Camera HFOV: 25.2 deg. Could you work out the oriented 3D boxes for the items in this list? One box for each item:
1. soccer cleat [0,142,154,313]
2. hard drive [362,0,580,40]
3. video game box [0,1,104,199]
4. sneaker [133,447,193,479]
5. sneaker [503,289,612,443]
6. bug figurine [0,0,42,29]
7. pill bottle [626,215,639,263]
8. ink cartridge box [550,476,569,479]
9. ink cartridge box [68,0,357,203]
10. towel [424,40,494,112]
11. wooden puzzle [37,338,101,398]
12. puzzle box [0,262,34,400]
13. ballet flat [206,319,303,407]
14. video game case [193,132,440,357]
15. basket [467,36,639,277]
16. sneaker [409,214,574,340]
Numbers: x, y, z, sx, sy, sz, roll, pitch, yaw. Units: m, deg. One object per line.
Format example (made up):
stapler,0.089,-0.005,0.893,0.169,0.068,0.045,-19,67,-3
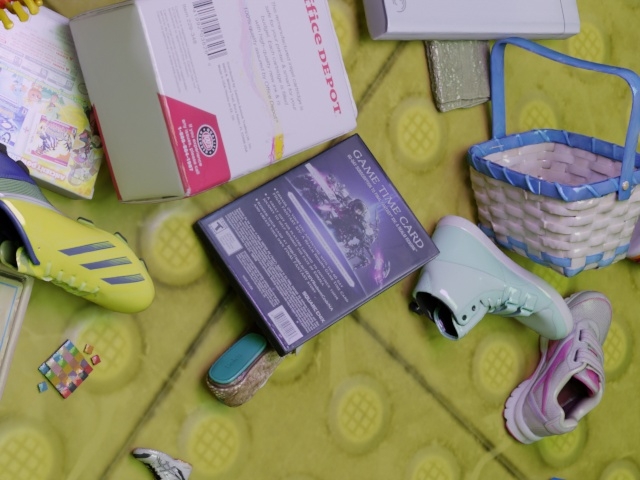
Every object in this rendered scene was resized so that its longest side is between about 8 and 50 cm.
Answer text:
soccer cleat,-0.301,0.012,1.568,0.289,0.093,0.121,42,35,-32
hard drive,0.200,-0.392,1.967,0.353,0.047,0.233,-6,83,-35
video game box,-0.326,-0.166,1.609,0.205,0.048,0.187,24,72,-32
sneaker,-0.190,0.273,1.707,0.083,0.032,0.037,28,73,-31
sneaker,0.369,0.185,2.057,0.103,0.111,0.252,39,68,-29
bug figurine,-0.422,-0.329,1.505,0.216,0.072,0.279,-30,96,-18
pill bottle,0.522,0.005,2.185,0.152,0.086,0.086,21,77,-33
ink cartridge box,0.338,0.434,2.014,0.191,0.139,0.082,-45,116,-26
ink cartridge box,-0.118,-0.191,1.673,0.306,0.131,0.226,-25,104,-47
towel,0.192,-0.257,1.991,0.110,0.027,0.148,-14,98,-34
wooden puzzle,-0.293,0.148,1.652,0.083,0.006,0.049,-48,115,-26
puzzle box,-0.514,0.103,1.469,0.409,0.052,0.272,20,77,-33
ballet flat,-0.063,0.131,1.791,0.206,0.073,0.067,-41,139,-26
video game case,0.000,0.000,1.808,0.274,0.026,0.196,-31,83,-33
basket,0.323,-0.117,1.948,0.201,0.255,0.289,-21,122,-32
sneaker,0.230,0.098,1.969,0.256,0.094,0.151,38,63,-18
